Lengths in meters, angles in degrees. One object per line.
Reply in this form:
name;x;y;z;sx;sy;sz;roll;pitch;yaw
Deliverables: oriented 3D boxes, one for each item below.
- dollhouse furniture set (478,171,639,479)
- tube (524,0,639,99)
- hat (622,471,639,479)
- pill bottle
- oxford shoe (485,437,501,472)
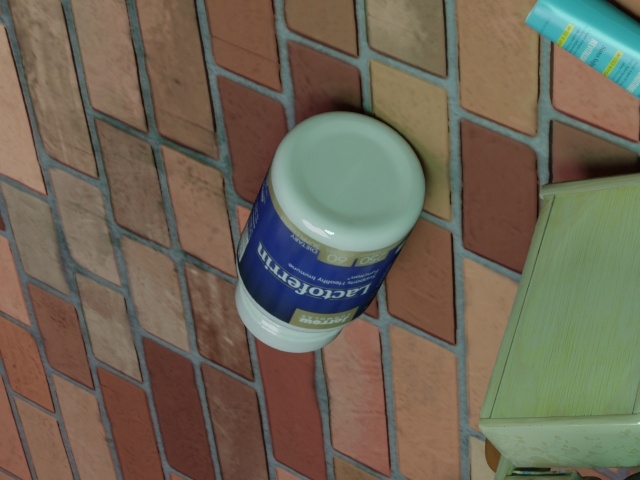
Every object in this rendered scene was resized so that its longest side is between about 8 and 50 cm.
dollhouse furniture set;0.329;0.155;1.721;0.362;0.256;0.394;-6;142;38
tube;0.267;-0.144;1.585;0.207;0.052;0.080;34;158;4
hat;0.286;0.255;1.518;0.331;0.134;0.331;14;168;3
pill bottle;0.000;0.000;1.937;0.153;0.153;0.265;38;148;8
oxford shoe;0.208;0.202;2.016;0.076;0.076;0.212;36;149;8
